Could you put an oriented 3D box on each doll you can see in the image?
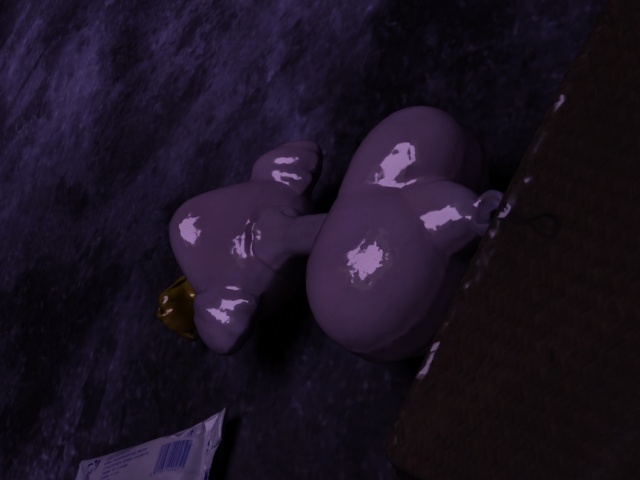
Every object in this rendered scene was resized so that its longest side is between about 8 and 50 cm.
[{"bbox_3d":[-0.001,-0.001,1.017,0.365,0.094,0.160,-4,57,55],"label":"doll"}]

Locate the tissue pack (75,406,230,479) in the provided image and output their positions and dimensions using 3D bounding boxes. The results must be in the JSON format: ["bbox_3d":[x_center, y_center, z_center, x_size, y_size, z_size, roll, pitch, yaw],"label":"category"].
[{"bbox_3d":[-0.135,0.190,1.108,0.193,0.026,0.123,-24,44,44],"label":"tissue pack"}]

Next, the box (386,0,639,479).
[{"bbox_3d":[0.175,0.025,0.684,0.184,0.143,0.273,15,76,59],"label":"box"}]
